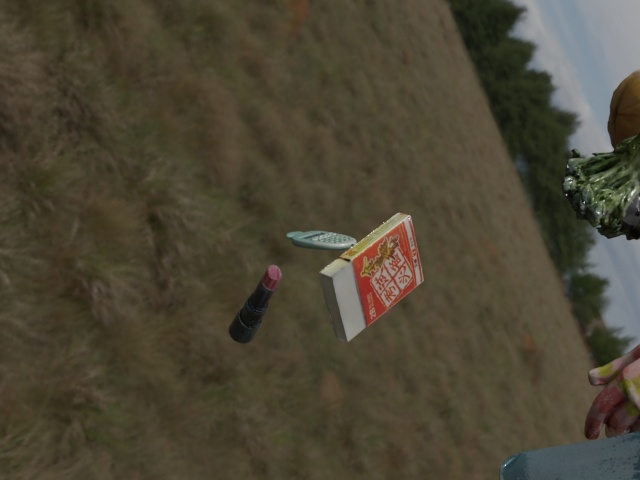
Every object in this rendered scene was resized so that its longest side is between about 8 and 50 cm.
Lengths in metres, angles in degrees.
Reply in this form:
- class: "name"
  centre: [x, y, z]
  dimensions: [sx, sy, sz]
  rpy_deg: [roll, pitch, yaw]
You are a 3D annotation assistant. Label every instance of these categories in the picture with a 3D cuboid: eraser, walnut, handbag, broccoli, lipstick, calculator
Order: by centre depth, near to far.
- class: "handbag"
  centre: [0.366, 0.349, 1.458]
  dimensions: [0.179, 0.229, 0.062]
  rpy_deg: [-74, 150, -66]
- class: "broccoli"
  centre: [0.490, -0.145, 1.561]
  dimensions: [0.145, 0.304, 0.165]
  rpy_deg: [34, 27, -13]
- class: "walnut"
  centre: [0.588, -0.196, 1.747]
  dimensions: [0.195, 0.221, 0.195]
  rpy_deg: [-168, -90, -75]
- class: "lipstick"
  centre: [-0.120, 0.114, 1.997]
  dimensions: [0.234, 0.053, 0.053]
  rpy_deg: [118, -37, -50]
- class: "eraser"
  centre: [0.101, 0.069, 2.027]
  dimensions: [0.038, 0.230, 0.157]
  rpy_deg: [19, -46, 43]
- class: "calculator"
  centre: [0.000, 0.000, 2.070]
  dimensions: [0.095, 0.153, 0.021]
  rpy_deg: [-15, 107, -51]

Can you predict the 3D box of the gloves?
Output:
- class: "gloves"
  centre: [0.482, 0.232, 1.565]
  dimensions: [0.145, 0.241, 0.126]
  rpy_deg: [50, 22, 6]
